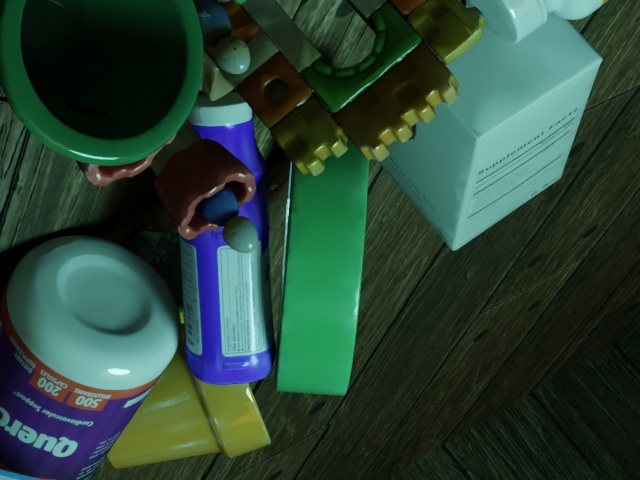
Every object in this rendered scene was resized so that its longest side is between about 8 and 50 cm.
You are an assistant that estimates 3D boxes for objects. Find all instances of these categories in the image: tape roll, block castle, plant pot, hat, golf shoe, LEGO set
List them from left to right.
[{"bbox_3d":[-0.221,-0.139,1.239,0.208,0.173,0.183,10,173,-43],"label":"hat"},{"bbox_3d":[-0.182,0.184,2.027,0.188,0.205,0.205,-21,160,-4],"label":"plant pot"},{"bbox_3d":[-0.125,-0.011,1.779,0.086,0.069,0.176,0,113,-80],"label":"golf shoe"},{"bbox_3d":[-0.078,-0.037,1.942,0.083,0.023,0.054,-43,161,14],"label":"LEGO set"},{"bbox_3d":[-0.004,-0.200,1.403,0.453,0.213,0.303,-40,162,3],"label":"block castle"},{"bbox_3d":[0.000,0.000,1.754,0.077,0.321,0.321,4,154,-2],"label":"tape roll"}]

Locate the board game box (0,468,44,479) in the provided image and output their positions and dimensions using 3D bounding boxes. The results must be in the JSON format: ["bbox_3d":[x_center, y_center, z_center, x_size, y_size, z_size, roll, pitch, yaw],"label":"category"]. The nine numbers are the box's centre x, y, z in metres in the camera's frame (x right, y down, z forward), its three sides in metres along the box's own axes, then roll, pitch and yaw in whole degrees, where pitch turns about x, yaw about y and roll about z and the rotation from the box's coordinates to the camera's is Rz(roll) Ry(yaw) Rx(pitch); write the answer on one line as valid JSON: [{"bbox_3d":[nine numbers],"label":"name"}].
[{"bbox_3d":[-0.354,0.422,1.714,0.308,0.086,0.302,119,-14,-61],"label":"board game box"}]

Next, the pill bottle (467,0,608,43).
[{"bbox_3d":[0.276,-0.324,1.733,0.272,0.152,0.152,-37,161,-7],"label":"pill bottle"}]

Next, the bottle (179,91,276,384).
[{"bbox_3d":[-0.095,-0.004,1.668,0.092,0.282,0.118,-4,-163,-7],"label":"bottle"}]

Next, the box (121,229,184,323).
[{"bbox_3d":[-0.143,0.043,1.880,0.043,0.105,0.179,-42,162,15],"label":"box"}]

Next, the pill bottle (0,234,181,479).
[{"bbox_3d":[-0.284,0.155,1.756,0.181,0.181,0.323,-19,153,-45],"label":"pill bottle"}]

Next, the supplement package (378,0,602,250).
[{"bbox_3d":[0.176,-0.153,1.904,0.175,0.177,0.293,-33,160,-15],"label":"supplement package"}]
